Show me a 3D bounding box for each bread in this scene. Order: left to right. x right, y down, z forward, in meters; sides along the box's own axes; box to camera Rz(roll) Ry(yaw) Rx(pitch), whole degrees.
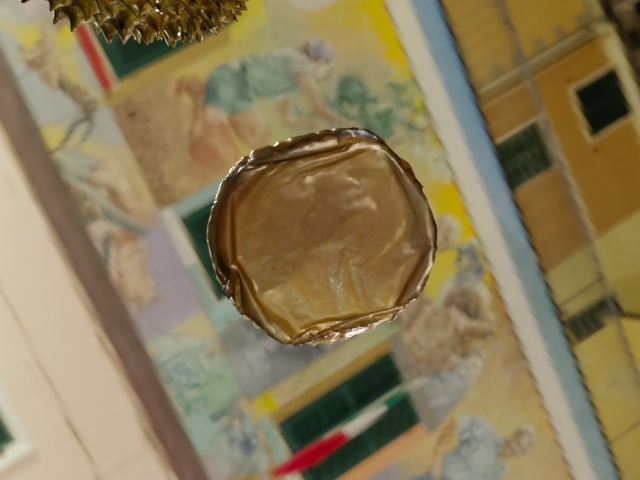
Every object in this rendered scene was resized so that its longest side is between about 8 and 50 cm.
[{"bbox_3d":[0.000,-0.001,1.281,0.199,0.199,0.104,57,-6,5],"label":"bread"}]

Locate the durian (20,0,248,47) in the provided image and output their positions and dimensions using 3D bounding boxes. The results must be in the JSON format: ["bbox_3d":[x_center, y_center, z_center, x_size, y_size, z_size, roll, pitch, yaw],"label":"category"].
[{"bbox_3d":[-0.186,-0.353,1.308,0.384,0.347,0.347,38,-19,-8],"label":"durian"}]
